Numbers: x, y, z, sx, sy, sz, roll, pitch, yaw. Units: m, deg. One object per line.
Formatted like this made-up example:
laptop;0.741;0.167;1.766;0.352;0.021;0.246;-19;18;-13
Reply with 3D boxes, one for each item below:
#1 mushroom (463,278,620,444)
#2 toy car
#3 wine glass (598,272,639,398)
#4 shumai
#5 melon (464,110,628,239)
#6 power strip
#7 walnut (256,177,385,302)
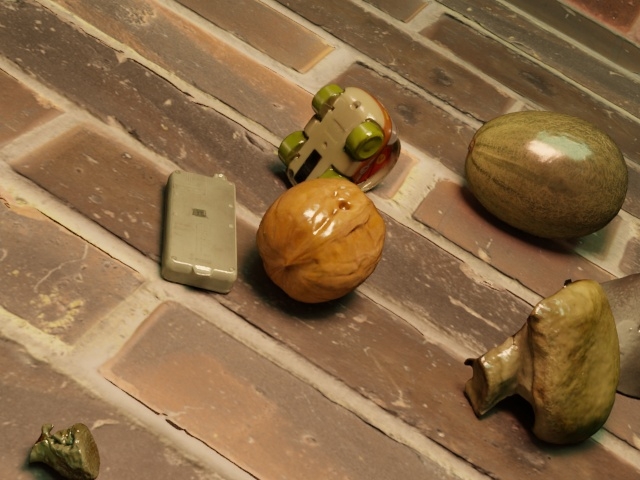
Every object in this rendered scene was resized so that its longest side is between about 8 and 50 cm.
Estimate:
mushroom;0.396;0.192;1.732;0.292;0.217;0.212;-4;49;-36
toy car;0.063;-0.166;1.986;0.235;0.235;0.145;-11;51;-40
wine glass;0.607;0.053;1.881;0.267;0.406;0.267;15;39;-13
shumai;-0.321;0.267;1.335;0.080;0.082;0.083;-16;10;0
melon;0.449;-0.133;2.141;0.329;0.248;0.248;16;37;-6
power strip;-0.197;-0.021;1.770;0.118;0.046;0.270;12;39;-16
walnut;0.000;0.000;1.749;0.195;0.195;0.222;38;37;16
